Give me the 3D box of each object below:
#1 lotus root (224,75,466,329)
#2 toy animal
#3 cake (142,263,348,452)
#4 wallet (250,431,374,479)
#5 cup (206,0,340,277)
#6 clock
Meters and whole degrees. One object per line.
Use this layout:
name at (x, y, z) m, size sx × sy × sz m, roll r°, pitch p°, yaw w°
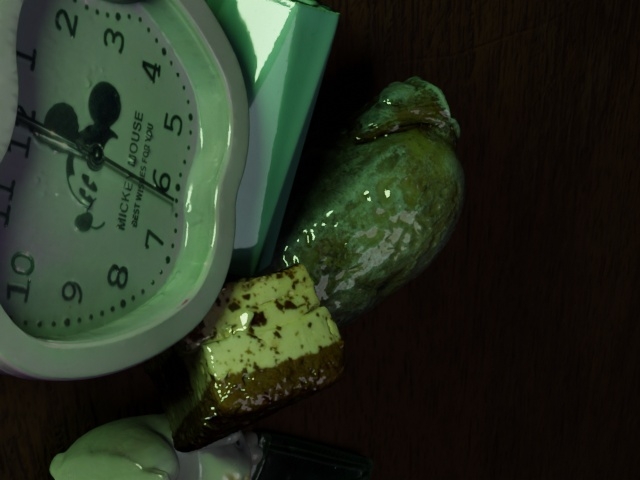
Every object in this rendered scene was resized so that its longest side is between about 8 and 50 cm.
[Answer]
lotus root at (0.002, 0.002, 1.494) m, size 0.349 × 0.175 × 0.175 m, roll -41°, pitch 145°, yaw -4°
toy animal at (-0.124, 0.220, 1.559) m, size 0.282 × 0.138 × 0.140 m, roll -11°, pitch 122°, yaw -47°
cake at (-0.067, 0.106, 1.376) m, size 0.135 × 0.112 × 0.246 m, roll -19°, pitch 169°, yaw -16°
wallet at (-0.036, 0.304, 1.817) m, size 0.236 × 0.055 × 0.160 m, roll 23°, pitch 94°, yaw -55°
cup at (-0.068, -0.100, 1.349) m, size 0.148 × 0.134 × 0.236 m, roll 17°, pitch 104°, yaw -25°
clock at (-0.190, -0.062, 1.152) m, size 0.338 × 0.102 × 0.338 m, roll -5°, pitch 97°, yaw -56°
